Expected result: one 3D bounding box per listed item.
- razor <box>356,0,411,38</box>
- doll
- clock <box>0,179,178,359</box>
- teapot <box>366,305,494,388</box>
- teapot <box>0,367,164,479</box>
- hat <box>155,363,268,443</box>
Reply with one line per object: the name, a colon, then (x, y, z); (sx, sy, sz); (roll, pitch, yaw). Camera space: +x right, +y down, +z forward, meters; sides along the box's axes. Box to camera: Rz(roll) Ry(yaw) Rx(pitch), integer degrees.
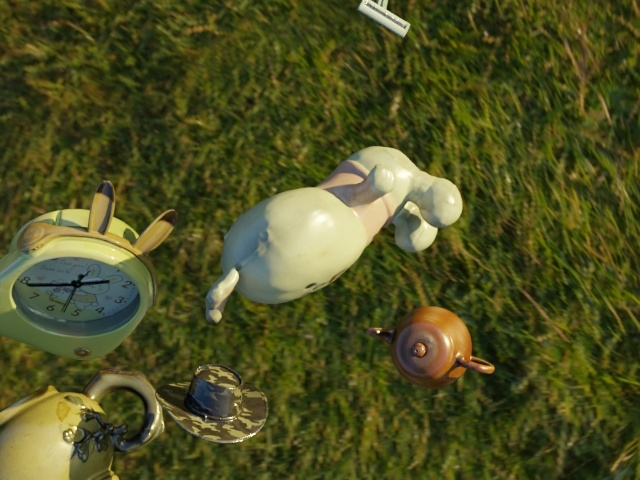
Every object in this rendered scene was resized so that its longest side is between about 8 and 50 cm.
razor: (0.100, -0.383, 1.896); (0.084, 0.211, 0.036); (30, 120, -14)
doll: (-0.003, -0.013, 1.186); (0.275, 0.155, 0.113); (-22, 79, -18)
clock: (-0.249, 0.031, 1.270); (0.232, 0.170, 0.069); (-40, 37, 33)
teapot: (0.146, 0.144, 1.597); (0.173, 0.116, 0.116); (18, 88, 18)
teapot: (-0.283, 0.259, 1.341); (0.269, 0.173, 0.182); (-35, 80, -15)
hat: (-0.112, 0.159, 1.259); (0.121, 0.121, 0.050); (19, 116, 19)
